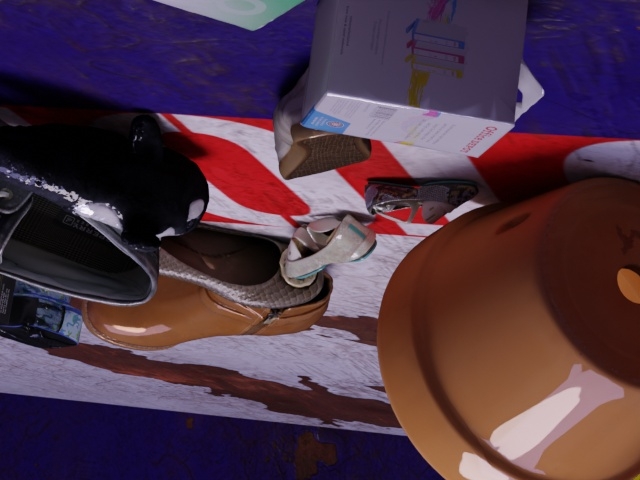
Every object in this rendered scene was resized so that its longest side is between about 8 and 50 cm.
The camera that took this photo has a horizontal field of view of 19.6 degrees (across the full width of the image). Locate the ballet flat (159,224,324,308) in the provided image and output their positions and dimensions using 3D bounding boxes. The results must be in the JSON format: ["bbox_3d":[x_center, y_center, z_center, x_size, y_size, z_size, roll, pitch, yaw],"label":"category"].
[{"bbox_3d":[-0.114,0.015,2.005,0.250,0.084,0.058,14,143,-8],"label":"ballet flat"}]

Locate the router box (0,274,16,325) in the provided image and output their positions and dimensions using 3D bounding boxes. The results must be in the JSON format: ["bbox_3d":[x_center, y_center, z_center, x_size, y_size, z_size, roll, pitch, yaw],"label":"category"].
[{"bbox_3d":[-0.583,0.061,2.489,0.243,0.081,0.309,16,166,-31],"label":"router box"}]

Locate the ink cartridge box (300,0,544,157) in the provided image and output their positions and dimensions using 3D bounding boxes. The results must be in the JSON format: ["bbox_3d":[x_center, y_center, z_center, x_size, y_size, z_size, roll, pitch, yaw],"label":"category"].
[{"bbox_3d":[0.069,-0.115,1.214,0.143,0.090,0.092,9,168,-10],"label":"ink cartridge box"}]

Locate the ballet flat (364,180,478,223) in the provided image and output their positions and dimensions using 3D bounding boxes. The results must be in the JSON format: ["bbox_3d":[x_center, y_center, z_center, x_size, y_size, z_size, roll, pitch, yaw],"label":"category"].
[{"bbox_3d":[0.092,-0.034,1.699,0.114,0.041,0.041,1,166,29],"label":"ballet flat"}]

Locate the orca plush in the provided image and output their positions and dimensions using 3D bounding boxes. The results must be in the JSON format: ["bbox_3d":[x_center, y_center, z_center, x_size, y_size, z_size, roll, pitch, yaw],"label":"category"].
[{"bbox_3d":[-0.191,-0.087,1.617,0.287,0.102,0.151,27,-156,-33],"label":"orca plush"}]

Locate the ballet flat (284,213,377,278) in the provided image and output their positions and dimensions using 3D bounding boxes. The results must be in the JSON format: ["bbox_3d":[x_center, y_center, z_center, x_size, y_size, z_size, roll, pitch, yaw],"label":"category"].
[{"bbox_3d":[0.000,0.000,1.925,0.052,0.057,0.168,43,151,-18],"label":"ballet flat"}]

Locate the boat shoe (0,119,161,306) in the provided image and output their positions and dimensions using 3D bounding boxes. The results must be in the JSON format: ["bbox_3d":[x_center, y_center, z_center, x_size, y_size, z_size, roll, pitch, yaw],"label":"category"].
[{"bbox_3d":[-0.282,-0.035,1.634,0.335,0.121,0.119,18,-157,-25],"label":"boat shoe"}]

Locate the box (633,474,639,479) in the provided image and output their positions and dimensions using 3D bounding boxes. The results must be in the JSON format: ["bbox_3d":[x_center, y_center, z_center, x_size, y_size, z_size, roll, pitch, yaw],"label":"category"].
[{"bbox_3d":[0.450,0.191,1.905,0.177,0.290,0.279,15,167,-28],"label":"box"}]

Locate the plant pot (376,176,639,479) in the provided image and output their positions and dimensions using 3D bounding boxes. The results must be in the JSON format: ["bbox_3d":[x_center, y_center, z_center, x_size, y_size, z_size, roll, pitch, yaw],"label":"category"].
[{"bbox_3d":[0.221,0.076,1.622,0.291,0.291,0.203,13,151,-21],"label":"plant pot"}]

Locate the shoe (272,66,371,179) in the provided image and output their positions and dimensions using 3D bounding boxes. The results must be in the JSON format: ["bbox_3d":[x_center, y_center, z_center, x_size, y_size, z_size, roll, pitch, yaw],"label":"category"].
[{"bbox_3d":[0.001,-0.092,1.472,0.076,0.058,0.219,-11,173,-5],"label":"shoe"}]

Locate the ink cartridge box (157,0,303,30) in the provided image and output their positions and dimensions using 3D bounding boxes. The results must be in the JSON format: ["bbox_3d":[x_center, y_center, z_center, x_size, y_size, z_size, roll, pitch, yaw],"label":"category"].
[{"bbox_3d":[-0.096,-0.192,1.061,0.225,0.056,0.181,12,167,-24],"label":"ink cartridge box"}]

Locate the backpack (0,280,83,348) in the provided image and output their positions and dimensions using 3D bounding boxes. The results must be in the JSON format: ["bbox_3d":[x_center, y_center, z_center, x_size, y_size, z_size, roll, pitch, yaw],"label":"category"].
[{"bbox_3d":[-0.382,0.101,2.533,0.105,0.084,0.114,-3,159,43],"label":"backpack"}]

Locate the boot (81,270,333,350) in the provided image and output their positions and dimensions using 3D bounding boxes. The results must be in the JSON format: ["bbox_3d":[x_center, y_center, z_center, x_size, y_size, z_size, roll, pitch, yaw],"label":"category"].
[{"bbox_3d":[-0.129,0.069,2.145,0.283,0.109,0.220,7,169,-10],"label":"boot"}]
